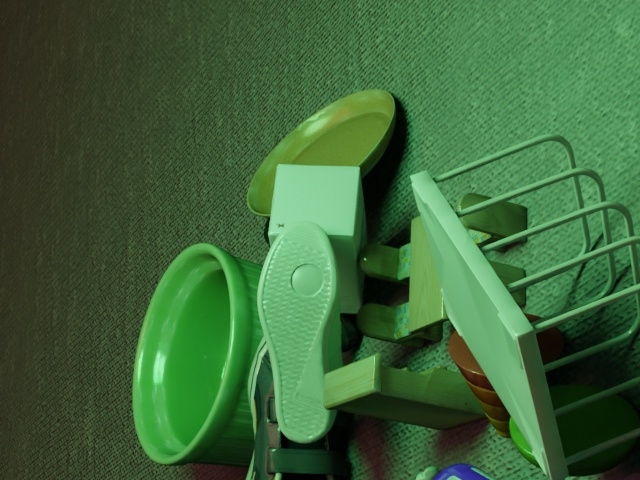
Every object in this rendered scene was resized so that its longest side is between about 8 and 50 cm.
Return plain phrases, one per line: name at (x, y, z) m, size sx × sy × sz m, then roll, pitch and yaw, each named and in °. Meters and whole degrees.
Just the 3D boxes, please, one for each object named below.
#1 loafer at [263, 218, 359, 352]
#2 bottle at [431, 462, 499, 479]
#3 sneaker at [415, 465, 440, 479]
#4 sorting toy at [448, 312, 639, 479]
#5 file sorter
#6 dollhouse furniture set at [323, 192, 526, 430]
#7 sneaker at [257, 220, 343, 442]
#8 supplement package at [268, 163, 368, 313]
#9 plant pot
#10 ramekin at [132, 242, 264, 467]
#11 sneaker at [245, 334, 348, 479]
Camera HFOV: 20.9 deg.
loafer at (0.003, 0.046, 2.261) m, size 0.223 × 0.078 × 0.076 m, roll 62°, pitch 144°, yaw 29°
bottle at (0.203, 0.310, 1.725) m, size 0.092 × 0.118 × 0.283 m, roll -42°, pitch 25°, yaw -13°
sneaker at (0.126, 0.309, 1.963) m, size 0.069 × 0.038 × 0.098 m, roll 24°, pitch 88°, yaw 43°
sorting toy at (0.244, 0.216, 1.749) m, size 0.365 × 0.127 × 0.126 m, roll -128°, pitch 27°, yaw -53°
file sorter at (0.229, 0.051, 1.682) m, size 0.277 × 0.173 × 0.193 m, roll -119°, pitch 10°, yaw -52°
dollhouse furniture set at (0.104, 0.077, 1.965) m, size 0.212 × 0.161 × 0.242 m, roll -28°, pitch 54°, yaw 55°
sneaker at (-0.018, 0.103, 2.060) m, size 0.151 × 0.094 × 0.256 m, roll -25°, pitch -66°, yaw -83°
supplement package at (0.000, 0.000, 2.129) m, size 0.179 × 0.105 × 0.105 m, roll 81°, pitch -167°, yaw -57°
plant pot at (0.007, -0.106, 2.262) m, size 0.236 × 0.032 × 0.236 m, roll -31°, pitch 26°, yaw 17°
ramekin at (-0.126, 0.165, 2.363) m, size 0.303 × 0.148 × 0.303 m, roll -34°, pitch 49°, yaw 51°
sneaker at (-0.026, 0.258, 2.168) m, size 0.127 × 0.126 × 0.321 m, roll -145°, pitch 60°, yaw -66°
